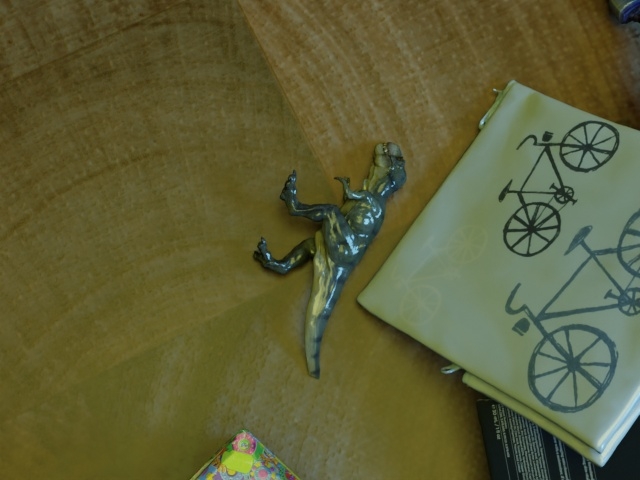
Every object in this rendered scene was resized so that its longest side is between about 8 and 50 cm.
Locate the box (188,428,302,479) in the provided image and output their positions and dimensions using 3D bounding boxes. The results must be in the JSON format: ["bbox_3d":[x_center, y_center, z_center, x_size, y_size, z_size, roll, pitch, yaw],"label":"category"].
[{"bbox_3d":[-0.104,0.339,1.179,0.177,0.279,0.290,42,81,5],"label":"box"}]

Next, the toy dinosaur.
[{"bbox_3d":[0.000,0.000,1.358,0.118,0.064,0.268,24,83,-5],"label":"toy dinosaur"}]

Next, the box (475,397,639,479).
[{"bbox_3d":[0.276,0.270,1.268,0.184,0.103,0.261,-13,80,24],"label":"box"}]

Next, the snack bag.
[{"bbox_3d":[0.234,0.016,1.298,0.342,0.037,0.323,29,78,38],"label":"snack bag"}]

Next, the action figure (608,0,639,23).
[{"bbox_3d":[0.379,-0.193,1.357,0.099,0.185,0.285,-17,73,7],"label":"action figure"}]
